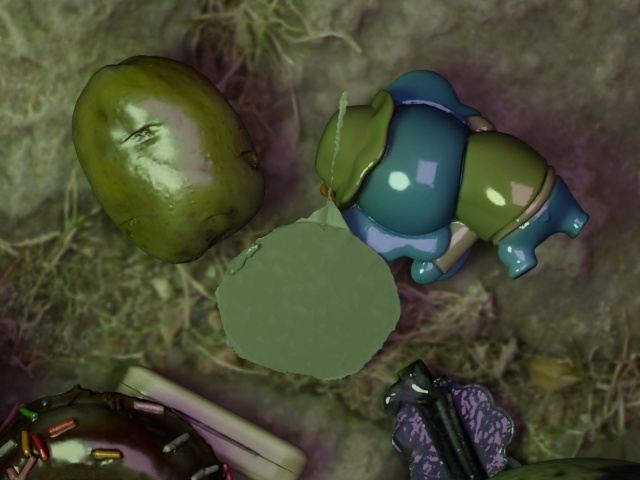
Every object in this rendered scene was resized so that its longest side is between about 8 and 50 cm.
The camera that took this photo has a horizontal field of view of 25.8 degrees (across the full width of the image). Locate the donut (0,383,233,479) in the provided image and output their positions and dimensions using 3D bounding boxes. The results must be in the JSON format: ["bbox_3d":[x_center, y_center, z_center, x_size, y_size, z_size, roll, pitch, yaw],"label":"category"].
[{"bbox_3d":[-0.206,0.263,1.270,0.270,0.103,0.269,0,107,-1],"label":"donut"}]

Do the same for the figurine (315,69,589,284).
[{"bbox_3d":[0.117,-0.044,1.360,0.262,0.154,0.180,36,109,7],"label":"figurine"}]

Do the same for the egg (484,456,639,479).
[{"bbox_3d":[0.259,0.368,1.258,0.428,0.345,0.345,-1,85,-25],"label":"egg"}]

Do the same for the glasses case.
[{"bbox_3d":[-0.105,0.181,1.339,0.196,0.083,0.050,29,80,-8],"label":"glasses case"}]

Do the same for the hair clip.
[{"bbox_3d":[0.141,0.207,1.398,0.124,0.052,0.195,-28,96,-5],"label":"hair clip"}]

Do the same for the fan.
[{"bbox_3d":[0.000,0.000,1.328,0.182,0.010,0.310,10,117,-3],"label":"fan"}]

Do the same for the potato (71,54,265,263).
[{"bbox_3d":[-0.146,-0.081,1.325,0.154,0.137,0.200,-31,92,-10],"label":"potato"}]
